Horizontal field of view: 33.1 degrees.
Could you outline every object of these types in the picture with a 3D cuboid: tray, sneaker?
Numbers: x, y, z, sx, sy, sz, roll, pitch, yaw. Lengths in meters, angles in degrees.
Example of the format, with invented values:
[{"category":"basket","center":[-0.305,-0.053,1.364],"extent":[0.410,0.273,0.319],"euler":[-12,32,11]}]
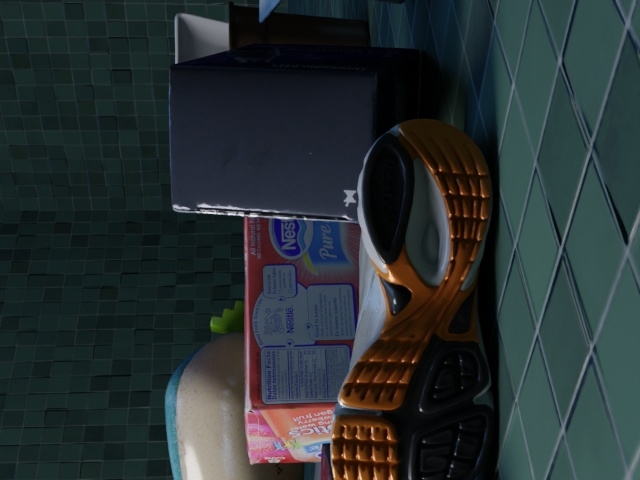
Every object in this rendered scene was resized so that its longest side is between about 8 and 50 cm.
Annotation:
[{"category":"tray","center":[-0.077,-0.205,1.420],"extent":[0.030,0.270,0.145],"euler":[-12,76,53]},{"category":"sneaker","center":[0.063,0.057,0.698],"extent":[0.121,0.099,0.262],"euler":[-37,-46,-86]}]

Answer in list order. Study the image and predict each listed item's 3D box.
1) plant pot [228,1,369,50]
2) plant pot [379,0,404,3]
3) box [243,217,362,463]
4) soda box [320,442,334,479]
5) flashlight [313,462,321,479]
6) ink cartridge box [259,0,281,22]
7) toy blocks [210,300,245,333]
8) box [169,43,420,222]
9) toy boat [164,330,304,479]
[{"category":"plant pot","center":[-0.028,-0.202,1.293],"extent":[0.167,0.165,0.167],"euler":[180,90,-86]},{"category":"plant pot","center":[0.035,-0.278,0.909],"extent":[0.096,0.109,0.109],"euler":[132,140,-63]},{"category":"box","center":[0.003,0.043,1.000],"extent":[0.142,0.154,0.300],"euler":[97,171,-59]},{"category":"soda box","center":[0.054,0.222,0.735],"extent":[0.263,0.092,0.083],"euler":[-110,20,-78]},{"category":"flashlight","center":[0.026,0.250,1.156],"extent":[0.103,0.103,0.304],"euler":[45,138,47]},{"category":"ink cartridge box","center":[0.020,-0.332,0.822],"extent":[0.239,0.060,0.275],"euler":[144,128,-61]},{"category":"toy blocks","center":[-0.015,0.003,1.321],"extent":[0.381,0.190,0.261],"euler":[110,171,-76]},{"category":"box","center":[-0.011,-0.090,0.833],"extent":[0.207,0.153,0.108],"euler":[-49,-39,-71]},{"category":"toy boat","center":[-0.080,0.222,1.281],"extent":[0.318,0.148,0.268],"euler":[-28,-67,-58]}]
